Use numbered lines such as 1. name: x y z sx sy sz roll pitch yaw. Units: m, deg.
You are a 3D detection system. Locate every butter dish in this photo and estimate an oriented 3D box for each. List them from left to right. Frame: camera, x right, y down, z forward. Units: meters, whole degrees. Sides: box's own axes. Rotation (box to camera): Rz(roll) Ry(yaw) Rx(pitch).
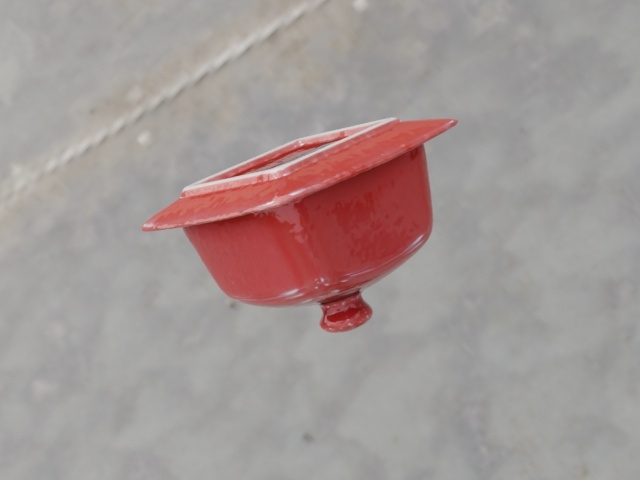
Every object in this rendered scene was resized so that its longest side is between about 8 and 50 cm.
1. butter dish: 0.000 0.000 1.087 0.160 0.118 0.160 -25 10 -38
